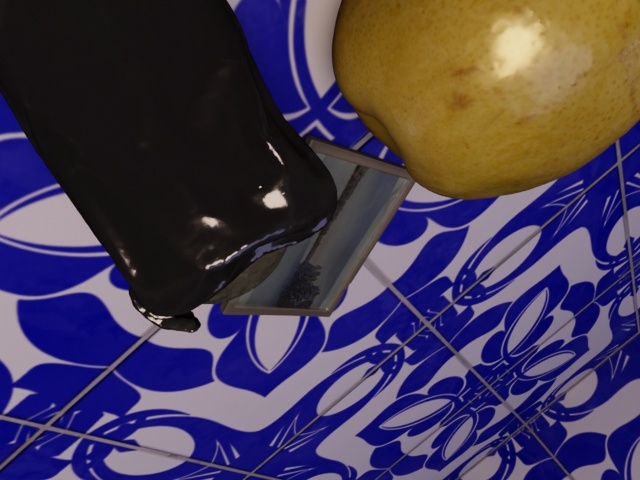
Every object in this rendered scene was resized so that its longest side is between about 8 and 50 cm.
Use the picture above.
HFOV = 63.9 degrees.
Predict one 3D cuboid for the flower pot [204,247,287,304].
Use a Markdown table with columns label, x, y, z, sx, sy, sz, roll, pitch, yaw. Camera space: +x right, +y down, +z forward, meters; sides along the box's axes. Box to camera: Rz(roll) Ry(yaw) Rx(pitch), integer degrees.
| label | x | y | z | sx | sy | sz | roll | pitch | yaw |
| --- | --- | --- | --- | --- | --- | --- | --- | --- | --- |
| flower pot | -0.126 | -0.030 | 0.552 | 0.235 | 0.148 | 0.236 | -17 | 133 | -19 |

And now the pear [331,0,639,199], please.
| label | x | y | z | sx | sy | sz | roll | pitch | yaw |
| --- | --- | --- | --- | --- | --- | --- | --- | --- | --- |
| pear | 0.168 | -0.194 | 0.492 | 0.314 | 0.314 | 0.315 | -18 | 134 | -19 |

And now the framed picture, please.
| label | x | y | z | sx | sy | sz | roll | pitch | yaw |
| --- | --- | --- | --- | --- | --- | --- | --- | --- | --- |
| framed picture | 0.000 | 0.000 | 0.751 | 0.213 | 0.016 | 0.289 | 9 | 121 | -40 |

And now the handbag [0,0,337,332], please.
| label | x | y | z | sx | sy | sz | roll | pitch | yaw |
| --- | --- | --- | --- | --- | --- | --- | --- | --- | --- |
| handbag | -0.131 | -0.103 | 0.417 | 0.191 | 0.075 | 0.332 | -31 | 95 | -8 |
